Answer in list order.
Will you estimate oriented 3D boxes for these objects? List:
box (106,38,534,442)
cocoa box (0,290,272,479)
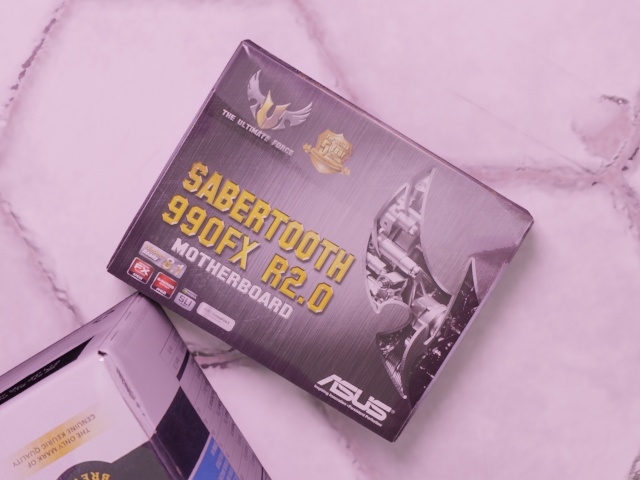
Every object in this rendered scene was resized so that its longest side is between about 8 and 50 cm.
[{"bbox_3d":[0.000,0.000,1.169,0.231,0.056,0.183,32,99,-3],"label":"box"},{"bbox_3d":[-0.207,0.228,1.121,0.347,0.231,0.228,-31,97,6],"label":"cocoa box"}]
